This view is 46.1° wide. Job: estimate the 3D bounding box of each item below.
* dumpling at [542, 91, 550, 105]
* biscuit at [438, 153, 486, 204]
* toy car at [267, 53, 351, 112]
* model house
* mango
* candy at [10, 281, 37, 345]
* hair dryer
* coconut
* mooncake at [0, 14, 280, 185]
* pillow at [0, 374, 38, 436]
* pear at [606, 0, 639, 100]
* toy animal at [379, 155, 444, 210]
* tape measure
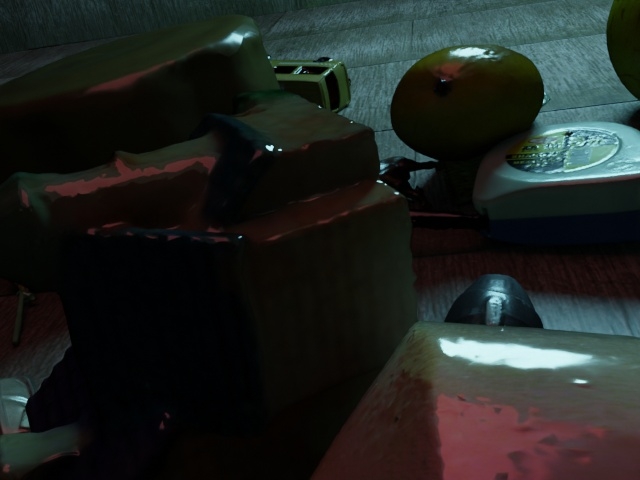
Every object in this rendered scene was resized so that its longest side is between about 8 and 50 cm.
[{"bbox_3d":[0.289,-0.250,1.280,0.153,0.108,0.219,-20,25,-20],"label":"dumpling"},{"bbox_3d":[0.250,-0.106,1.103,0.144,0.016,0.203,-9,25,5],"label":"biscuit"},{"bbox_3d":[-0.068,-0.318,1.561,0.257,0.101,0.124,10,36,33],"label":"toy car"},{"bbox_3d":[-0.102,0.069,0.545,0.280,0.312,0.245,-18,30,-20],"label":"model house"},{"bbox_3d":[0.216,-0.190,1.044,0.195,0.142,0.332,-17,-1,32],"label":"mango"},{"bbox_3d":[-0.382,0.069,0.956,0.060,0.060,0.201,-15,35,-9],"label":"candy"},{"bbox_3d":[0.224,0.121,0.587,0.272,0.091,0.235,2,37,15],"label":"hair dryer"},{"bbox_3d":[0.108,0.160,0.400,0.245,0.233,0.233,2,27,8],"label":"coconut"},{"bbox_3d":[-0.265,-0.164,1.131,0.467,0.262,0.467,-12,25,5],"label":"mooncake"},{"bbox_3d":[-0.372,0.195,0.694,0.233,0.038,0.131,-23,31,-23],"label":"pillow"},{"bbox_3d":[0.583,-0.328,1.152,0.284,0.283,0.283,-8,26,4],"label":"pear"},{"bbox_3d":[0.045,-0.065,1.031,0.214,0.093,0.186,-23,32,-39],"label":"toy animal"},{"bbox_3d":[0.233,-0.062,0.933,0.351,0.098,0.215,-1,29,23],"label":"tape measure"}]
